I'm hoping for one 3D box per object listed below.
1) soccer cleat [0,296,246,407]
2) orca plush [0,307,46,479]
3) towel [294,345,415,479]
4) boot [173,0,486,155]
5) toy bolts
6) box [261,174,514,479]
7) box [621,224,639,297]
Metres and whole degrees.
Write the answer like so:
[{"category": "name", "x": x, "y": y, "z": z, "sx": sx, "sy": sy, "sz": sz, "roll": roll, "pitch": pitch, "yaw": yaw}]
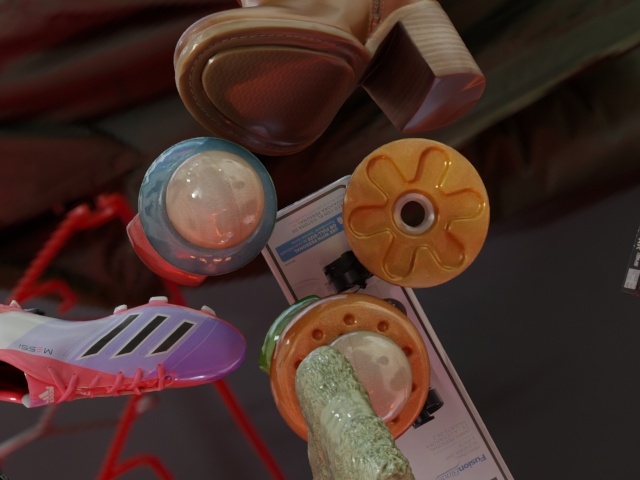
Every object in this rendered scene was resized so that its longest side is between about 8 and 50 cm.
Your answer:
[{"category": "soccer cleat", "x": -0.184, "y": 0.098, "z": 1.261, "sx": 0.095, "sy": 0.248, "sz": 0.083, "roll": -85, "pitch": -1, "yaw": -48}, {"category": "orca plush", "x": -0.303, "y": 0.138, "z": 1.271, "sx": 0.151, "sy": 0.287, "sz": 0.102, "roll": 27, "pitch": 136, "yaw": 11}, {"category": "towel", "x": 0.020, "y": 0.130, "z": 0.695, "sx": 0.110, "sy": 0.027, "sz": 0.148, "roll": -123, "pitch": 23, "yaw": -57}, {"category": "boot", "x": -0.030, "y": -0.176, "z": 1.116, "sx": 0.220, "sy": 0.283, "sz": 0.109, "roll": 54, "pitch": 132, "yaw": 26}, {"category": "toy bolts", "x": 0.000, "y": 0.000, "z": 1.011, "sx": 0.228, "sy": 0.218, "sz": 0.158, "roll": 35, "pitch": 174, "yaw": -5}, {"category": "box", "x": 0.049, "y": 0.096, "z": 1.260, "sx": 0.290, "sy": 0.087, "sz": 0.169, "roll": 61, "pitch": 178, "yaw": -3}, {"category": "box", "x": 0.298, "y": 0.014, "z": 1.386, "sx": 0.067, "sy": 0.083, "sz": 0.018, "roll": 20, "pitch": 175, "yaw": -37}]
